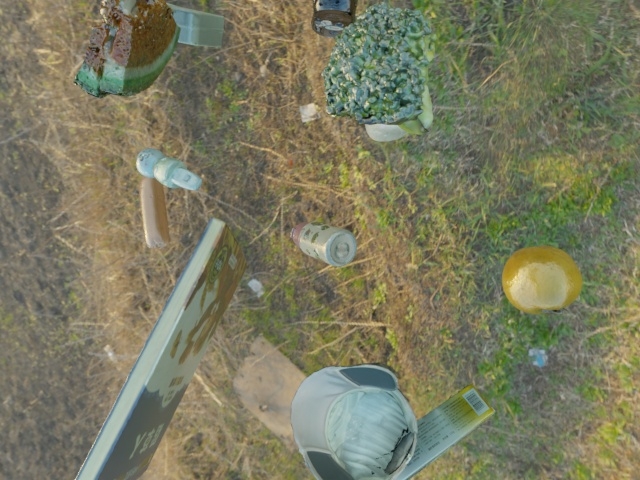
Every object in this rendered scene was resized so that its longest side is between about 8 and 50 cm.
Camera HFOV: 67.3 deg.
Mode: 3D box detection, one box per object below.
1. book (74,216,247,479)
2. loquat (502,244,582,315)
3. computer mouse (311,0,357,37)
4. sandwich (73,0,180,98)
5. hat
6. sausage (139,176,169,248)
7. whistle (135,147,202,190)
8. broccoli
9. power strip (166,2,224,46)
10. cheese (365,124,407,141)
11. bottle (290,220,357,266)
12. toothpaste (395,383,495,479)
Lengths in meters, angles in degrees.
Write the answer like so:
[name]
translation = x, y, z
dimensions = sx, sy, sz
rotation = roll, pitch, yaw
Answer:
[book]
translation = -0.238, 0.192, 0.786
dimensions = 0.039, 0.428, 0.300
rotation = 23, 166, 2
[loquat]
translation = 0.626, 0.114, 1.365
dimensions = 0.208, 0.208, 0.208
rotation = 10, 118, 20
[computer mouse]
translation = 0.043, -0.668, 1.395
dimensions = 0.137, 0.233, 0.096
rotation = 0, 91, -3
[sandwich]
translation = -0.276, -0.317, 0.738
dimensions = 0.079, 0.235, 0.159
rotation = 24, 127, -6
[hat]
translation = 0.053, 0.335, 0.881
dimensions = 0.275, 0.232, 0.161
rotation = 36, 159, -33
[sausage]
translation = -0.578, -0.103, 1.668
dimensions = 0.086, 0.086, 0.289
rotation = -29, 65, 32
[whistle]
translation = -0.174, -0.080, 0.546
dimensions = 0.100, 0.035, 0.035
rotation = 25, 122, 25
[broccoli]
translation = 0.140, -0.300, 0.899
dimensions = 0.245, 0.288, 0.248
rotation = 20, 153, -36
[power strip]
translation = -0.395, -0.522, 1.186
dimensions = 0.261, 0.229, 0.141
rotation = 13, 112, 1
[cheese]
translation = 0.236, -0.408, 1.511
dimensions = 0.154, 0.198, 0.189
rotation = 30, 80, -2
[bottle]
translation = 0.000, 0.000, 1.528
dimensions = 0.253, 0.120, 0.120
rotation = 22, 129, 56
[toothpaste]
translation = 0.248, 0.431, 1.061
dimensions = 0.089, 0.313, 0.071
rotation = 52, 147, 28
